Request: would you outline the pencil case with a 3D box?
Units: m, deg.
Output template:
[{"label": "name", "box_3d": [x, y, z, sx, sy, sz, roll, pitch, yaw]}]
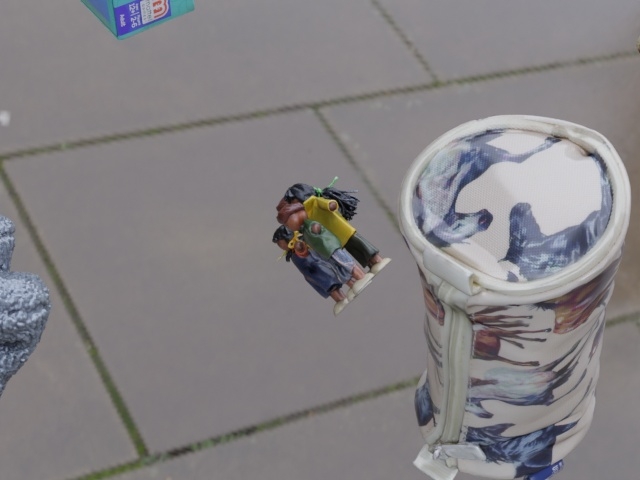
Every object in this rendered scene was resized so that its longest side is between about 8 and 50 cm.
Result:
[{"label": "pencil case", "box_3d": [0.148, 0.063, 1.095, 0.160, 0.410, 0.183, 26, 67, 19]}]

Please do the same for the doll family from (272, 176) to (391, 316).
[{"label": "doll family", "box_3d": [0.000, 0.000, 1.173, 0.111, 0.193, 0.076, 45, 71, 4]}]

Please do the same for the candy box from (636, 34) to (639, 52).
[{"label": "candy box", "box_3d": [0.285, -0.193, 0.586, 0.183, 0.087, 0.316, 24, 79, 8]}]

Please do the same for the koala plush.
[{"label": "koala plush", "box_3d": [-0.381, 0.064, 1.165, 0.221, 0.203, 0.196, 21, 13, -34]}]

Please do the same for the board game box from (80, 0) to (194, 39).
[{"label": "board game box", "box_3d": [-0.123, -0.221, 0.625, 0.047, 0.210, 0.160, -27, 52, -24]}]
